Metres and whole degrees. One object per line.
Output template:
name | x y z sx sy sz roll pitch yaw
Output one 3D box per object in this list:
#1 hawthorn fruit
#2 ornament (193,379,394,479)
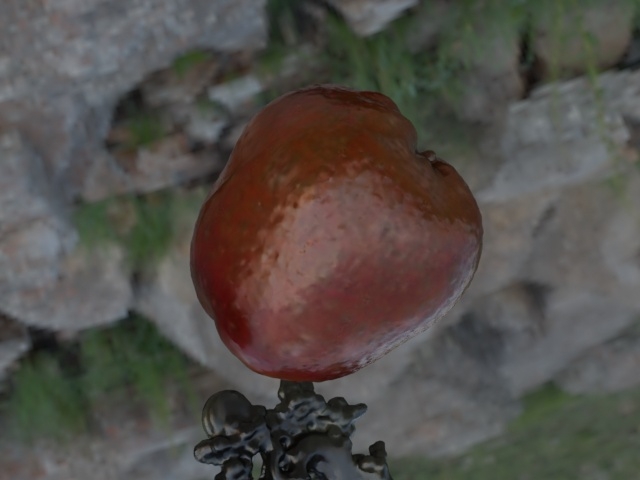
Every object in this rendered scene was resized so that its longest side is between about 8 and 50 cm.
hawthorn fruit | 0.000 0.000 0.876 0.138 0.133 0.133 -46 157 -9
ornament | -0.024 0.216 1.076 0.251 0.260 0.106 -28 175 -29
